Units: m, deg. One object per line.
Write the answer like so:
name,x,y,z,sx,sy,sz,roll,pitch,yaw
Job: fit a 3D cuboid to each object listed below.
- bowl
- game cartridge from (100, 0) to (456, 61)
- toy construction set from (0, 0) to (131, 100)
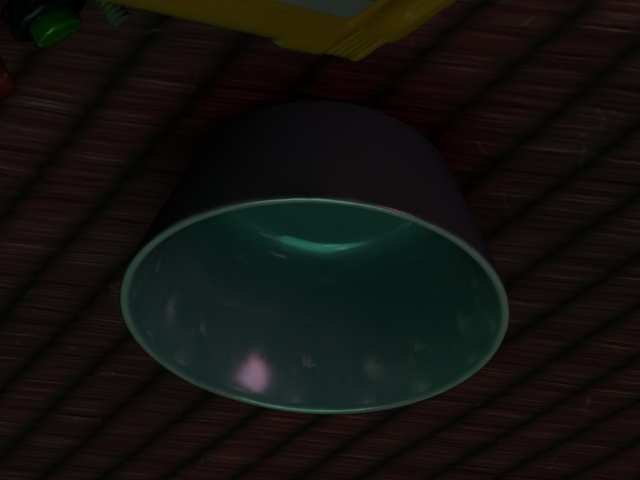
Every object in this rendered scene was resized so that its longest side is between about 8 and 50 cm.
bowl,0.000,0.000,1.120,0.311,0.163,0.311,3,143,2
game cartridge,0.058,-0.205,0.756,0.285,0.052,0.324,-33,164,25
toy construction set,-0.349,-0.171,0.918,0.309,0.257,0.237,-33,87,19
